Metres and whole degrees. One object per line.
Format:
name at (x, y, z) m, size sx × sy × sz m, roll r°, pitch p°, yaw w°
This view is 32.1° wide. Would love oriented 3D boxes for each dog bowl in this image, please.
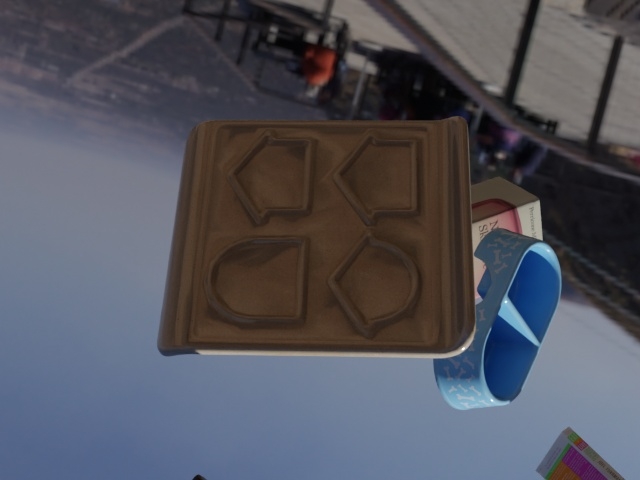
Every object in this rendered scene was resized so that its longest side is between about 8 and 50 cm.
dog bowl at (0.271, 0.117, 1.652) m, size 0.074 × 0.297 × 0.166 m, roll 2°, pitch 142°, yaw 42°

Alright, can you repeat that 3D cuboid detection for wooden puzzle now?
wooden puzzle at (0.000, 0.000, 1.281) m, size 0.347 × 0.322 × 0.080 m, roll -2°, pitch 145°, yaw 7°

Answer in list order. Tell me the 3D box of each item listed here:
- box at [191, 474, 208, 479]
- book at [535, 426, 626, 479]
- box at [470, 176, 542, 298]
box at (-0.122, 0.368, 1.217) m, size 0.156 × 0.158 × 0.093 m, roll 40°, pitch -175°, yaw -33°
book at (0.384, 0.346, 1.580) m, size 0.035 × 0.096 × 0.144 m, roll -26°, pitch -122°, yaw -35°
box at (0.248, 0.007, 1.886) m, size 0.232 × 0.149 × 0.127 m, roll -19°, pitch -153°, yaw -18°
